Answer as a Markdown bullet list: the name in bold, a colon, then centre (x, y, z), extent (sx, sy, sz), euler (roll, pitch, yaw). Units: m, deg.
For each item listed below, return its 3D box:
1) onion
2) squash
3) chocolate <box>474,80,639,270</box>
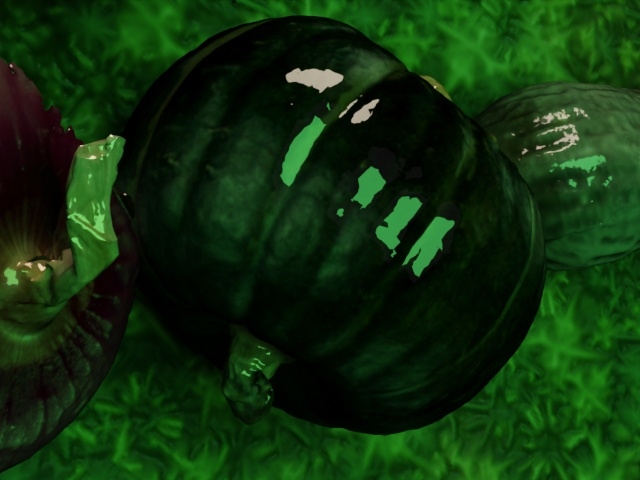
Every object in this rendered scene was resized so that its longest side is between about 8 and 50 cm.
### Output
- **onion**: centre (-0.180, 0.016, 0.682), extent (0.200, 0.207, 0.201), euler (1, 68, -3)
- **squash**: centre (0.002, -0.004, 0.778), extent (0.172, 0.218, 0.218), euler (-42, 108, 1)
- **chocolate**: centre (0.181, -0.042, 0.948), extent (0.248, 0.110, 0.110), euler (-10, 90, -32)
